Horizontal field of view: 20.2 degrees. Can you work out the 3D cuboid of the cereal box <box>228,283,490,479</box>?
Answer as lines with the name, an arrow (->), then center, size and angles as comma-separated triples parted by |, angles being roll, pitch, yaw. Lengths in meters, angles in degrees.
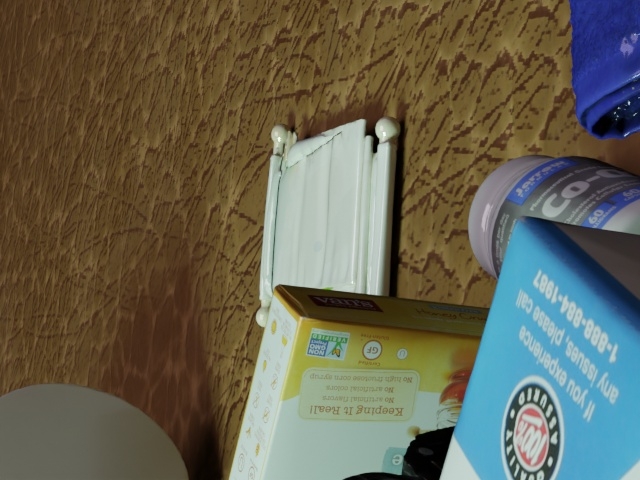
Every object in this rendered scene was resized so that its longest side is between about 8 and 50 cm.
cereal box -> 0.037, 0.146, 0.838 | 0.047, 0.173, 0.240 | -135, 54, -63

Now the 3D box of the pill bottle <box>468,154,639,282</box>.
pill bottle -> 0.122, 0.005, 0.795 | 0.137, 0.078, 0.078 | -147, 67, -67

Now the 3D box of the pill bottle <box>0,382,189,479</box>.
pill bottle -> -0.245, 0.308, 1.440 | 0.229, 0.229, 0.408 | -103, 29, -43

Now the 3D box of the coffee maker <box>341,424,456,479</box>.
coffee maker -> 0.061, 0.176, 0.764 | 0.120, 0.171, 0.178 | -129, 50, -63

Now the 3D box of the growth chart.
growth chart -> 0.000, 0.000, 1.197 | 0.237, 0.021, 0.172 | 180, 96, -69

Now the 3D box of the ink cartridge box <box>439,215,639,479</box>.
ink cartridge box -> 0.128, 0.230, 0.575 | 0.285, 0.166, 0.395 | -127, 49, -62

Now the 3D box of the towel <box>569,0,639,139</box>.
towel -> 0.183, -0.214, 0.735 | 0.227, 0.076, 0.308 | -32, 52, 55
